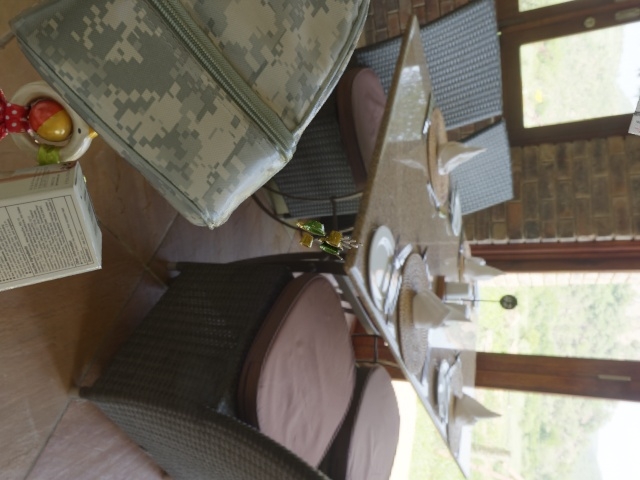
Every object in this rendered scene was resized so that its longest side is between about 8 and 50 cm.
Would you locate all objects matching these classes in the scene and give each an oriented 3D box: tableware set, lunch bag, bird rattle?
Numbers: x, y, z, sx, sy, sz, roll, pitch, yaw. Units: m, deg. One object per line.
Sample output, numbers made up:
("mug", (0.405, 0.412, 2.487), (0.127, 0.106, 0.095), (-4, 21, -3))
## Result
("tableware set", (0.000, 0.000, 0.761), (0.024, 0.103, 0.154), (-66, -168, -9))
("lunch bag", (-0.107, -0.186, 0.453), (0.256, 0.305, 0.213), (-44, 115, -7))
("bird rattle", (-0.562, -0.228, 0.942), (0.254, 0.206, 0.143), (53, 9, -4))

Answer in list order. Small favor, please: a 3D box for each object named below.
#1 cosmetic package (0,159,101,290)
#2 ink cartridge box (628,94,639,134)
("cosmetic package", (-0.510, -0.012, 0.714), (0.129, 0.295, 0.153), (-130, -147, -54))
("ink cartridge box", (0.309, -0.115, 0.415), (0.028, 0.048, 0.083), (-56, 147, -11))
